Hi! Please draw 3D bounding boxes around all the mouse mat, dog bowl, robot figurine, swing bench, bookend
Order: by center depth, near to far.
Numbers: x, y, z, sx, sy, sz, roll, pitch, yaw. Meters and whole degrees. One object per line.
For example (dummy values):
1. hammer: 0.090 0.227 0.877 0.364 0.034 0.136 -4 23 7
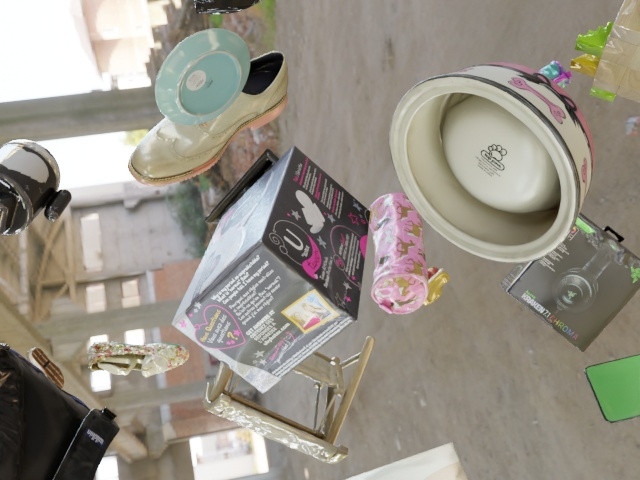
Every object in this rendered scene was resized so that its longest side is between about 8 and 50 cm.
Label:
1. bookend: -0.076 -0.039 1.156 0.156 0.157 0.072 43 -176 4
2. swing bench: -0.065 0.265 1.340 0.165 0.253 0.254 -43 23 53
3. mouse mat: 0.614 0.271 1.341 0.152 0.190 0.007 -87 -21 -57
4. dog bowl: 0.340 -0.162 1.377 0.408 0.150 0.408 32 144 27
5. robot figurine: -0.707 -0.123 1.619 0.209 0.174 0.278 61 -162 -25

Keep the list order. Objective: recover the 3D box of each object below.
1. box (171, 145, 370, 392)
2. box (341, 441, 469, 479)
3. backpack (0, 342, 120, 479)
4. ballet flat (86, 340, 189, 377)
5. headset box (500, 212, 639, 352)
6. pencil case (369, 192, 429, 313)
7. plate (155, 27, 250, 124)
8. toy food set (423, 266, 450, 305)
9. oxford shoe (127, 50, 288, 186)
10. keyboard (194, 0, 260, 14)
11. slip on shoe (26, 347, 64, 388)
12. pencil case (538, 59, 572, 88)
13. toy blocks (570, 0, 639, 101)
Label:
1. box: -0.051 0.025 0.846 0.142 0.163 0.247 41 -153 -15
2. box: 0.101 0.463 1.149 0.121 0.311 0.148 -107 -4 -62
3. backpack: -0.463 0.325 1.032 0.276 0.213 0.263 46 -165 -34
4. ballet flat: -0.436 0.289 1.678 0.077 0.241 0.091 -89 1 -51
5. headset box: 0.642 0.087 1.772 0.246 0.283 0.131 39 -172 1
6. pencil case: 0.219 0.031 2.031 0.386 0.160 0.167 -88 -2 -51
7. plate: -0.193 -0.271 1.208 0.024 0.188 0.188 47 154 28
8. toy food set: 0.362 0.139 2.374 0.071 0.128 0.218 44 177 25
9. oxford shoe: -0.221 -0.257 1.408 0.140 0.397 0.146 41 152 12
10. keyboard: -0.211 -0.552 1.212 0.033 0.201 0.317 -64 -28 -68
11. slip on shoe: -0.741 0.348 1.900 0.135 0.041 0.051 57 -145 -18
12. pencil case: 0.452 -0.313 1.496 0.064 0.152 0.070 50 -170 -16
13. toy blocks: 0.587 -0.417 1.229 0.261 0.191 0.381 -65 -16 0
